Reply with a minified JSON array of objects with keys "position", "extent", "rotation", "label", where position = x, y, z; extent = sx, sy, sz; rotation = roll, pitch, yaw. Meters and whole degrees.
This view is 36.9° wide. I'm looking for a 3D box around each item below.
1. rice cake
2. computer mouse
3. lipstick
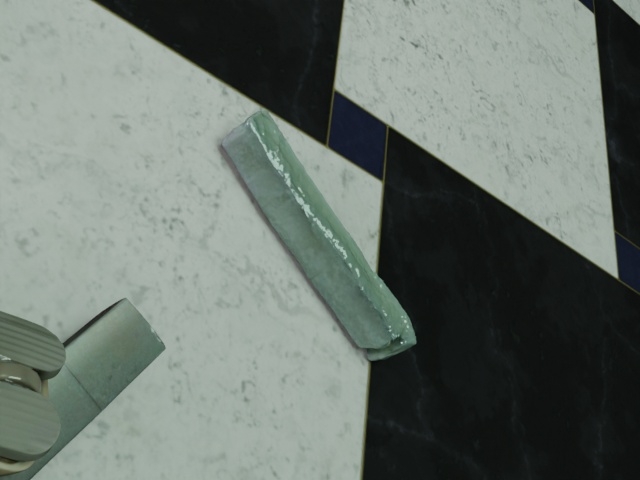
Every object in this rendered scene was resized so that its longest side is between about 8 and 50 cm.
[{"position":[0.000,0.000,1.140],"extent":[0.336,0.066,0.063],"rotation":[57,41,-5],"label":"rice cake"},{"position":[-0.310,0.102,0.706],"extent":[0.237,0.082,0.145],"rotation":[11,44,-18],"label":"computer mouse"},{"position":[-0.256,0.164,0.799],"extent":[0.068,0.066,0.317],"rotation":[52,42,-7],"label":"lipstick"}]
